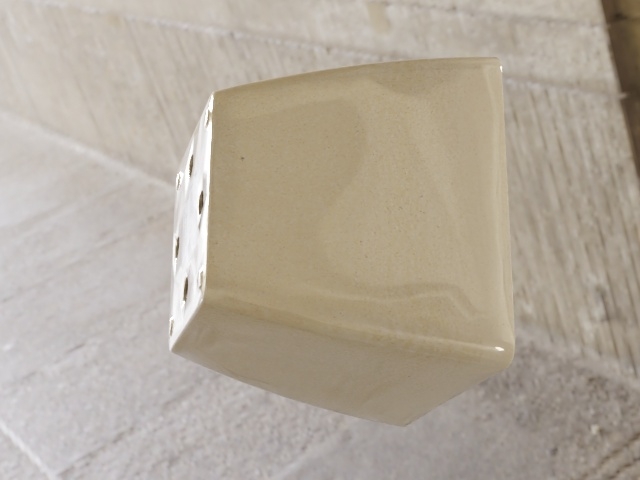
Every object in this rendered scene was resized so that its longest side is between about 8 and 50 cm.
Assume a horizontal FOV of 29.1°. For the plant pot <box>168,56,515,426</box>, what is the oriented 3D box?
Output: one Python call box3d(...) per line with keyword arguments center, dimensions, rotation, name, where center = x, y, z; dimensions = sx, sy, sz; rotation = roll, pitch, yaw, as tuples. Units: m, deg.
box3d(center=(0.000, 0.000, 0.434), dimensions=(0.096, 0.109, 0.109), rotation=(6, -21, -14), name="plant pot")
